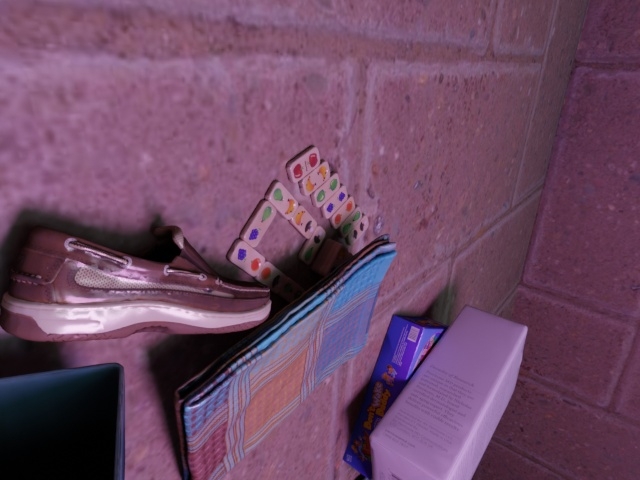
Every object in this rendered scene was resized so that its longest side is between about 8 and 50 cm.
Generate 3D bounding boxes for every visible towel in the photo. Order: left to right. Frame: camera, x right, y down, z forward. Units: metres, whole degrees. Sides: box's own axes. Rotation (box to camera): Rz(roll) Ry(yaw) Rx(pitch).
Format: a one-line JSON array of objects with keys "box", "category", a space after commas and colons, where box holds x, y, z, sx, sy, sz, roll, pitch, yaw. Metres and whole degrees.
[{"box": [-0.030, 0.171, 0.584, 0.370, 0.040, 0.271, -33, 146, -40], "category": "towel"}]

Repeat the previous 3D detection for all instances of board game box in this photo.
[{"box": [0.197, 0.359, 1.004, 0.233, 0.078, 0.347, 19, 90, -55], "category": "board game box"}]

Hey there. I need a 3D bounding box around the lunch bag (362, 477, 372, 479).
[{"box": [0.101, 0.691, 1.008, 0.279, 0.107, 0.224, -5, 107, -53], "category": "lunch bag"}]

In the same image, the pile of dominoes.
[{"box": [0.000, 0.000, 0.602, 0.196, 0.040, 0.251, -61, 144, -13], "category": "pile of dominoes"}]

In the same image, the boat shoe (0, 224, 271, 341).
[{"box": [-0.136, 0.034, 0.392, 0.257, 0.095, 0.095, 10, 88, -56], "category": "boat shoe"}]

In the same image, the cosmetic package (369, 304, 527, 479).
[{"box": [0.299, 0.377, 0.940, 0.453, 0.161, 0.230, -36, 132, -39], "category": "cosmetic package"}]

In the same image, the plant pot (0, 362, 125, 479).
[{"box": [-0.216, 0.238, 0.284, 0.165, 0.165, 0.234, -4, 122, -22], "category": "plant pot"}]
